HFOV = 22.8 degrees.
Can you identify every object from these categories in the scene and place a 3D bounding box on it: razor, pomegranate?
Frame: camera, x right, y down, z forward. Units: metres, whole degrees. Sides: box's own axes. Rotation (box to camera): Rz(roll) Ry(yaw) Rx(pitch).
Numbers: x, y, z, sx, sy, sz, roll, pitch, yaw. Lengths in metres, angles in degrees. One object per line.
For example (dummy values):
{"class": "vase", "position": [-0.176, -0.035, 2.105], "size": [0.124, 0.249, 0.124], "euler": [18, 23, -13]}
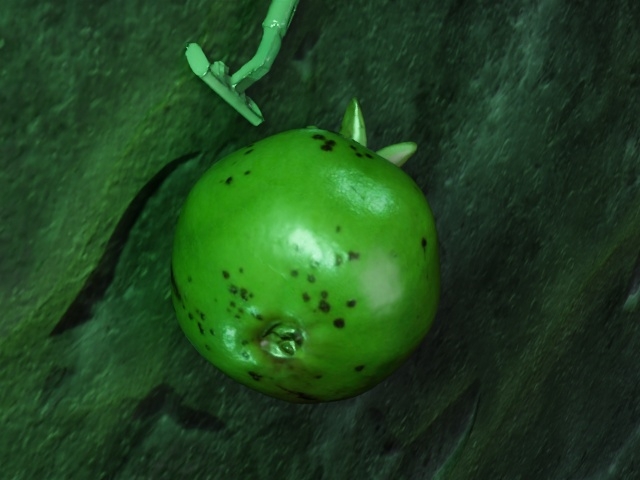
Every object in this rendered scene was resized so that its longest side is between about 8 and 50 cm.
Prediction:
{"class": "razor", "position": [-0.014, -0.183, 1.029], "size": [0.211, 0.036, 0.084], "euler": [-63, 151, -7]}
{"class": "pomegranate", "position": [0.000, 0.000, 1.051], "size": [0.224, 0.182, 0.181], "euler": [-59, 154, -54]}
